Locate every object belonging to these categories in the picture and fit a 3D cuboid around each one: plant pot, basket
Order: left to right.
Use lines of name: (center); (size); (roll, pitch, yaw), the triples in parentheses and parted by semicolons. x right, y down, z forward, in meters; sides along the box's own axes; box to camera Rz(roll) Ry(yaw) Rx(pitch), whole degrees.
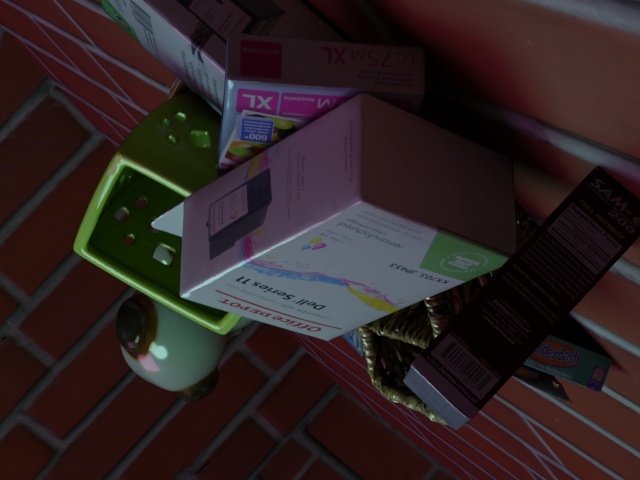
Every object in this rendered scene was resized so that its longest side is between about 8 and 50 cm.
plant pot: (-0.139, -0.058, 1.729); (0.227, 0.207, 0.228); (30, 140, -6)
basket: (0.114, 0.051, 1.618); (0.213, 0.223, 0.299); (45, 172, -14)

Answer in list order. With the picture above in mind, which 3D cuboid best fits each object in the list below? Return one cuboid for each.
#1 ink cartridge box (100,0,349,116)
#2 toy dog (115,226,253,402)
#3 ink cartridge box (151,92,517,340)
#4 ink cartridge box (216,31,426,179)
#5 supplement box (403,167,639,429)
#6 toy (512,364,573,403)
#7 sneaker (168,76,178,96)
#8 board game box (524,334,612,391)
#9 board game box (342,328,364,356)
ink cartridge box: (-0.111, -0.235, 1.576); (0.289, 0.121, 0.211); (42, 171, 6)
toy dog: (-0.179, 0.090, 2.518); (0.395, 0.408, 0.284); (34, 168, 47)
ink cartridge box: (0.000, 0.000, 1.427); (0.207, 0.119, 0.353); (19, 149, -35)
ink cartridge box: (-0.010, -0.098, 1.435); (0.186, 0.065, 0.311); (4, 157, -5)
supplement box: (0.181, 0.055, 1.265); (0.073, 0.239, 0.130); (43, 171, 8)
toy: (0.239, 0.140, 1.964); (0.237, 0.056, 0.137); (22, -169, -6)
sneaker: (-0.158, -0.125, 1.932); (0.126, 0.127, 0.321); (11, 141, 10)
board game box: (0.246, 0.127, 1.793); (0.160, 0.047, 0.210); (22, 179, -19)
board game box: (0.090, 0.116, 2.331); (0.194, 0.060, 0.194); (-5, -157, -37)
